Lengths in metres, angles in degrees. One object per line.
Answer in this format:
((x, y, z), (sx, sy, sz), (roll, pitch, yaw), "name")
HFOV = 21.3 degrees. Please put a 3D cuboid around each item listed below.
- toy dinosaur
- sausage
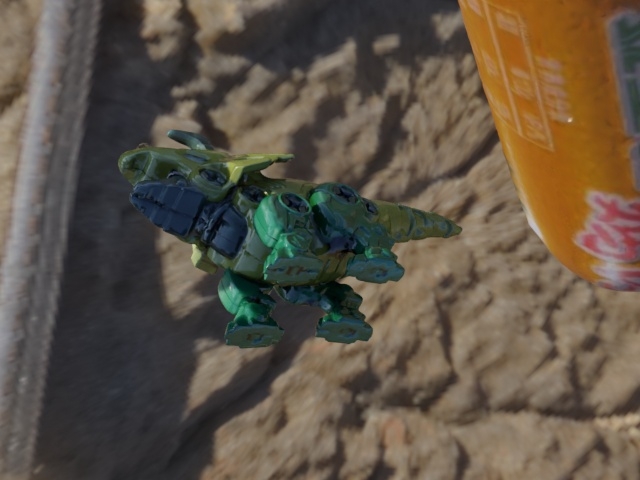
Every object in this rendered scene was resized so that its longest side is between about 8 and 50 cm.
((0.000, 0.000, 1.100), (0.259, 0.153, 0.094), (9, 127, -30), "toy dinosaur")
((0.088, -0.076, 0.525), (0.093, 0.312, 0.093), (-9, 52, 12), "sausage")
